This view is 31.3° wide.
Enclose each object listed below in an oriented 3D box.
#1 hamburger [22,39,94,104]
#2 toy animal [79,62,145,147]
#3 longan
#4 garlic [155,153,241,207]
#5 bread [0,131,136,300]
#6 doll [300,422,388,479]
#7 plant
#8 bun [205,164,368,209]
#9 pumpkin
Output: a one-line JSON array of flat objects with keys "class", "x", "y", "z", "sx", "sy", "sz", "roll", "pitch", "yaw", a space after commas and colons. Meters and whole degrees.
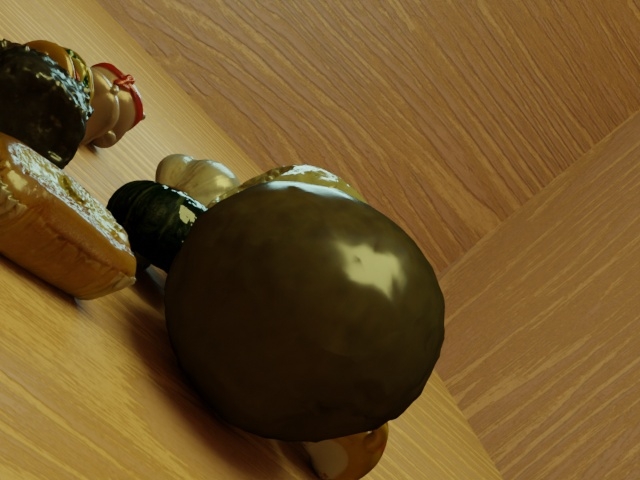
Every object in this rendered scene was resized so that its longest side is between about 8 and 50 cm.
[{"class": "hamburger", "x": -0.470, "y": -0.264, "z": 1.963, "sx": 0.162, "sy": 0.162, "sz": 0.115, "roll": 52, "pitch": 11, "yaw": 13}, {"class": "toy animal", "x": -0.436, "y": -0.272, "z": 2.245, "sx": 0.171, "sy": 0.171, "sz": 0.197, "roll": 50, "pitch": 15, "yaw": 2}, {"class": "longan", "x": -0.022, "y": 0.117, "z": 1.738, "sx": 0.436, "sy": 0.404, "sz": 0.404, "roll": 29, "pitch": 10, "yaw": -7}, {"class": "garlic", "x": -0.224, "y": -0.049, "z": 2.254, "sx": 0.281, "sy": 0.184, "sz": 0.203, "roll": 52, "pitch": -3, "yaw": 21}, {"class": "bread", "x": -0.367, "y": -0.026, "z": 1.511, "sx": 0.288, "sy": 0.119, "sz": 0.152, "roll": 42, "pitch": 14, "yaw": -49}, {"class": "doll", "x": 0.046, "y": 0.301, "z": 2.017, "sx": 0.270, "sy": 0.162, "sz": 0.167, "roll": -89, "pitch": 161, "yaw": -62}, {"class": "plant", "x": -0.439, "y": -0.190, "z": 1.690, "sx": 0.204, "sy": 0.178, "sz": 0.234, "roll": 34, "pitch": 3, "yaw": -27}, {"class": "bun", "x": -0.053, "y": 0.039, "z": 2.060, "sx": 0.364, "sy": 0.364, "sz": 0.202, "roll": 49, "pitch": -5, "yaw": -9}, {"class": "pumpkin", "x": -0.265, "y": -0.014, "z": 1.921, "sx": 0.211, "sy": 0.152, "sz": 0.211, "roll": 20, "pitch": -11, "yaw": 4}]
